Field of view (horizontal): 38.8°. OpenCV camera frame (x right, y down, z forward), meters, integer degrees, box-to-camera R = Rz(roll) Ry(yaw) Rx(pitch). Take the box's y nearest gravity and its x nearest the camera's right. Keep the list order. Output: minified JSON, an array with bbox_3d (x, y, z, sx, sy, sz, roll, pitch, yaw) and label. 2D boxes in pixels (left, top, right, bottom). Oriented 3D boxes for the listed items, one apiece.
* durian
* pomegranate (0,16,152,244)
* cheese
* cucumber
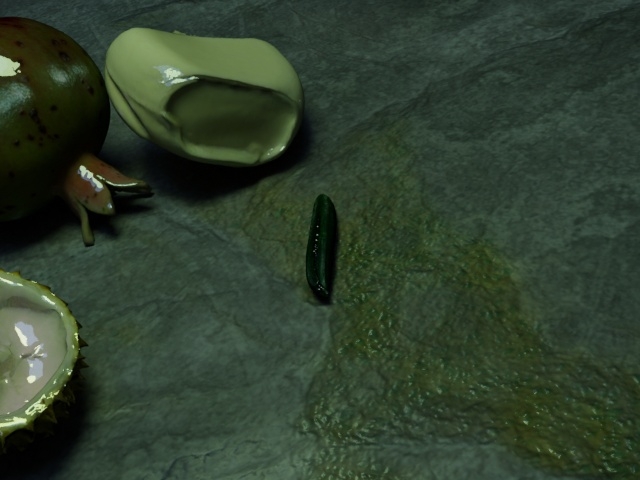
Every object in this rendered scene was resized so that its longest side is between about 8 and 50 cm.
[{"bbox_3d":[-0.344,0.135,0.934,0.183,0.138,0.249,-1,39,-32],"label":"durian"},{"bbox_3d":[-0.395,-0.139,1.230,0.291,0.323,0.290,-40,23,21],"label":"pomegranate"},{"bbox_3d":[-0.153,-0.203,1.222,0.266,0.127,0.233,3,35,-32],"label":"cheese"},{"bbox_3d":[0.000,0.000,1.059,0.033,0.036,0.184,-15,36,17],"label":"cucumber"}]
